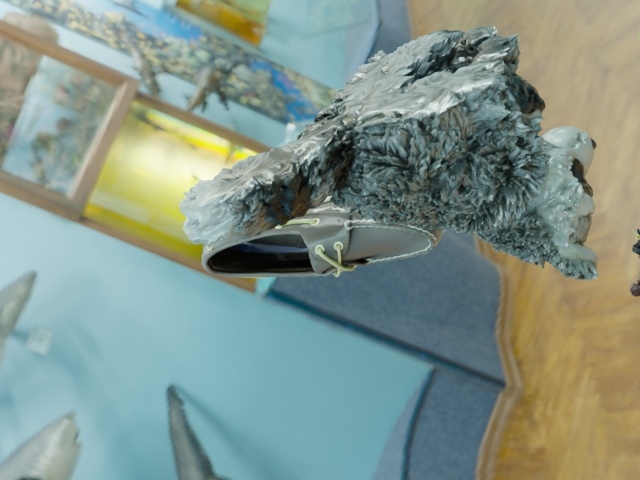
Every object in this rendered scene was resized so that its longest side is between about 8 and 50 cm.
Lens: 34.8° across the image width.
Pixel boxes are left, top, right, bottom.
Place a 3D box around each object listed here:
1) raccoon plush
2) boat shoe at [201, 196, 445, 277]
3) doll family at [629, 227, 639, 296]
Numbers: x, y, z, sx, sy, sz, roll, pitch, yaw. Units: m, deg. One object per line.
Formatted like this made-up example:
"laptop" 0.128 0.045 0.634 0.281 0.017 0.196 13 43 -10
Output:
"raccoon plush" 0.099 -0.036 1.136 0.446 0.299 0.216 -22 31 6
"boat shoe" 0.000 0.000 1.292 0.116 0.324 0.096 64 -145 -47
"doll family" 0.490 0.010 1.488 0.111 0.076 0.193 -52 -43 -37
